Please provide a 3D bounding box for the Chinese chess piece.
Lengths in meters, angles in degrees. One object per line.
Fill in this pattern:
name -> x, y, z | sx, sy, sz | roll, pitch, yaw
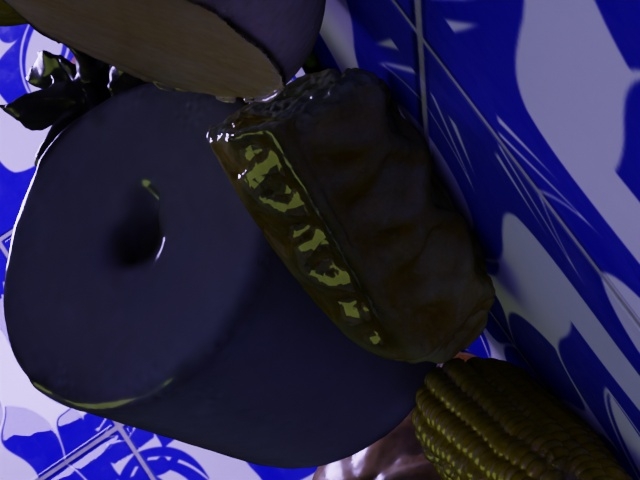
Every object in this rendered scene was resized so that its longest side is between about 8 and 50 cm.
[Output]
Chinese chess piece -> -0.122, -0.198, 1.286 | 0.257, 0.104, 0.257 | 20, 167, 5

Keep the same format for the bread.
bread -> 0.037, -0.012, 1.383 | 0.267, 0.152, 0.130 | 57, -142, -21

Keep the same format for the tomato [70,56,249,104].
tomato -> -0.221, -0.171, 2.252 | 0.256, 0.256, 0.224 | 54, -162, 23

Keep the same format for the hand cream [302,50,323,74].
hand cream -> -0.034, -0.198, 1.568 | 0.122, 0.023, 0.036 | 56, 164, -22

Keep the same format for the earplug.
earplug -> -0.064, 0.056, 1.644 | 0.394, 0.312, 0.312 | 29, -161, -51

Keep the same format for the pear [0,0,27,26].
pear -> -0.314, -0.327, 1.554 | 0.321, 0.269, 0.269 | 51, 174, 25

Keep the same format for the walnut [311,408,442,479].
walnut -> 0.145, 0.368, 2.012 | 0.344, 0.306, 0.306 | 44, -177, -37

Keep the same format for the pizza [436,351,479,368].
pizza -> 0.194, 0.205, 1.819 | 0.195, 0.052, 0.185 | 67, 167, -14

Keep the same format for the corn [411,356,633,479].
corn -> 0.178, 0.193, 1.492 | 0.130, 0.130, 0.347 | 58, 172, -24

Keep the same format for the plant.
plant -> -0.196, -0.182, 1.718 | 0.188, 0.276, 0.199 | 50, -170, -8
